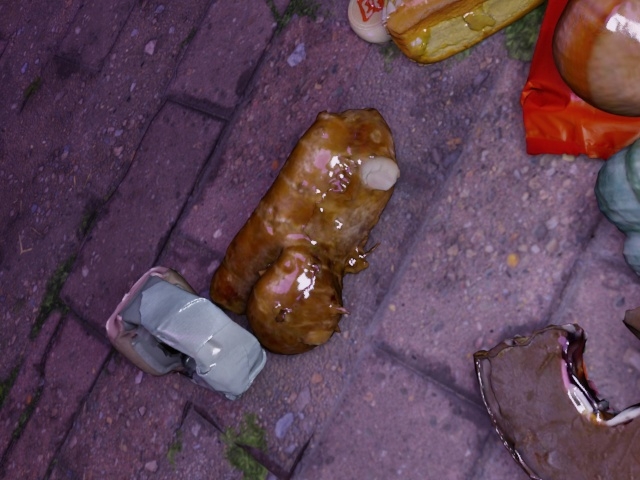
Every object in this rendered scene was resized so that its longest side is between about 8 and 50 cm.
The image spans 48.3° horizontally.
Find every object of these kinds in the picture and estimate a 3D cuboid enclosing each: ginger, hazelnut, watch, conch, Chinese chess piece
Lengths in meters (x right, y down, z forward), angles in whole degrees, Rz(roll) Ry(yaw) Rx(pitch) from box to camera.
[{"bbox_3d":[0.000,0.000,1.094,0.254,0.176,0.418,45,105,36],"label":"ginger"},{"bbox_3d":[0.364,-0.234,0.795,0.214,0.176,0.214,-7,42,7],"label":"hazelnut"},{"bbox_3d":[-0.195,0.157,1.130,0.241,0.253,0.161,23,69,26],"label":"watch"},{"bbox_3d":[0.430,-0.060,0.819,0.195,0.220,0.277,31,110,54],"label":"conch"},{"bbox_3d":[0.106,-0.408,1.258,0.122,0.051,0.122,-13,64,30],"label":"Chinese chess piece"}]

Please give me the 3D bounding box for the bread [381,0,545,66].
[{"bbox_3d":[0.236,-0.392,1.100,0.288,0.152,0.119,-27,53,24],"label":"bread"}]

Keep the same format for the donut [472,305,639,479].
[{"bbox_3d":[0.353,0.171,0.768,0.345,0.136,0.259,-40,67,39],"label":"donut"}]

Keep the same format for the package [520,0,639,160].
[{"bbox_3d":[0.411,-0.310,0.965,0.196,0.123,0.423,15,82,35],"label":"package"}]
